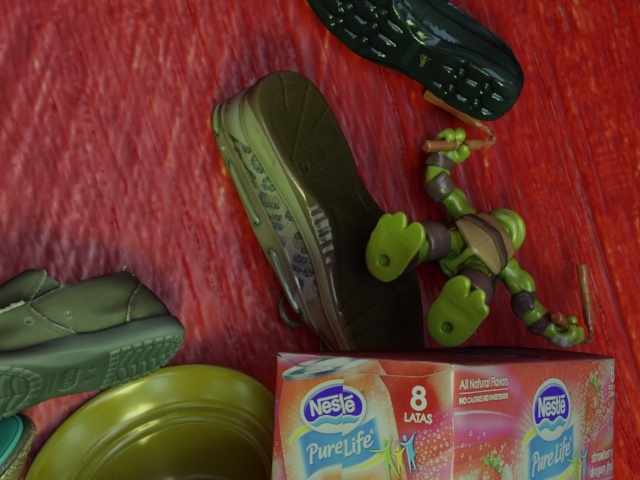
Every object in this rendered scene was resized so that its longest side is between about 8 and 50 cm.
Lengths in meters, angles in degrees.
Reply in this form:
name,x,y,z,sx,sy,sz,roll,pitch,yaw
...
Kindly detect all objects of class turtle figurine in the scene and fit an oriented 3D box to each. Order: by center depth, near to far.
name,x,y,z,sx,sy,sz,roll,pitch,yaw
turtle figurine,0.119,-0.001,0.832,0.217,0.087,0.269,-22,80,-57

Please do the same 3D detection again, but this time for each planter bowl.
name,x,y,z,sx,sy,sz,roll,pitch,yaw
planter bowl,-0.111,0.204,0.751,0.217,0.217,0.090,-32,132,-16

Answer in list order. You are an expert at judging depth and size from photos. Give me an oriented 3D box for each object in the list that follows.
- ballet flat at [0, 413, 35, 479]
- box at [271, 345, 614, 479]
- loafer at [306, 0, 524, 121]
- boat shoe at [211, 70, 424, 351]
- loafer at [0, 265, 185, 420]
name,x,y,z,sx,sy,sz,roll,pitch,yaw
ballet flat,-0.285,0.219,0.744,0.206,0.073,0.067,-42,125,-12
box,0.106,0.157,0.740,0.300,0.142,0.154,9,81,-55
loafer,0.082,-0.188,0.875,0.223,0.076,0.078,32,42,-6
boat shoe,0.000,0.000,0.834,0.104,0.089,0.285,-27,98,-43
loafer,-0.227,0.075,0.738,0.251,0.094,0.087,-7,56,-39
